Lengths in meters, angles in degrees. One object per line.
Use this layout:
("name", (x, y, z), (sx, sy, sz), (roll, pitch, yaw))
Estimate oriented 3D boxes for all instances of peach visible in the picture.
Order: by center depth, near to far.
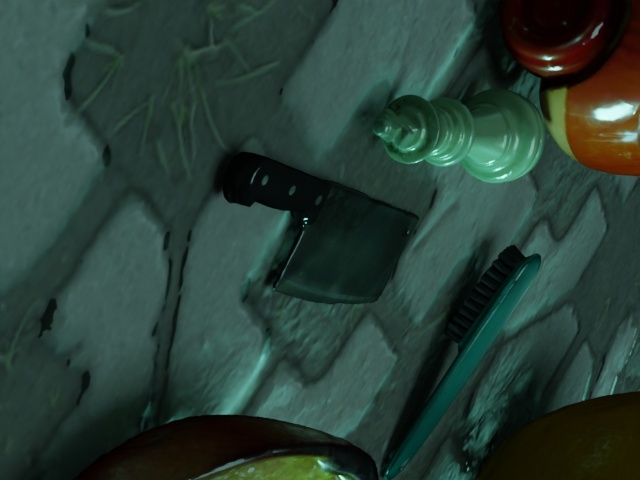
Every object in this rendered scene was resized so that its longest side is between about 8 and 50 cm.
("peach", (-0.096, 0.169, 0.834), (0.279, 0.068, 0.189), (-11, 129, -36))

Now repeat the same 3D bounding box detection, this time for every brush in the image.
("brush", (0.092, 0.084, 1.148), (0.193, 0.032, 0.043), (-56, 159, 9))

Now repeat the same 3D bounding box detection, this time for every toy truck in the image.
("toy truck", (0.266, -0.149, 1.025), (0.265, 0.239, 0.189), (-62, 153, -4))

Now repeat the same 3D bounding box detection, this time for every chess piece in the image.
("chess piece", (0.075, -0.066, 0.965), (0.149, 0.059, 0.059), (1, 111, -54))

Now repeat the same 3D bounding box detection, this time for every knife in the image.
("knife", (0.000, 0.000, 0.920), (0.072, 0.019, 0.245), (-65, 155, 2))

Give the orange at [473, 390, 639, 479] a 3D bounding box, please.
("orange", (0.245, 0.272, 1.281), (0.312, 0.312, 0.312), (-41, 145, -38))
